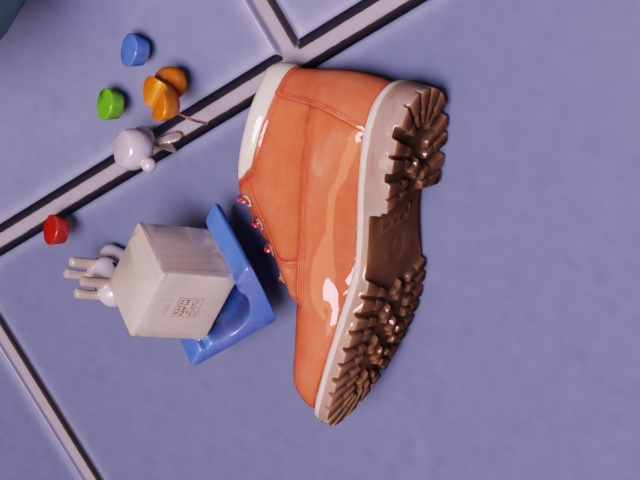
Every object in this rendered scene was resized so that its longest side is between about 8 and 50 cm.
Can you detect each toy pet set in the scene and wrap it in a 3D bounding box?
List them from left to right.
[{"bbox_3d":[-0.064,-0.011,0.684,0.122,0.065,0.114,-60,42,31],"label":"toy pet set"}]

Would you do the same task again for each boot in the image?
[{"bbox_3d":[0.000,0.000,0.642,0.085,0.059,0.157,18,111,26],"label":"boot"}]

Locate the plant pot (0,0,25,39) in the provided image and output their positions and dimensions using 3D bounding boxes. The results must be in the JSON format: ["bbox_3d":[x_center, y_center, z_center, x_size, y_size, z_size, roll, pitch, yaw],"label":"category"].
[{"bbox_3d":[-0.235,-0.172,0.569,0.235,0.293,0.293,13,118,8],"label":"plant pot"}]
